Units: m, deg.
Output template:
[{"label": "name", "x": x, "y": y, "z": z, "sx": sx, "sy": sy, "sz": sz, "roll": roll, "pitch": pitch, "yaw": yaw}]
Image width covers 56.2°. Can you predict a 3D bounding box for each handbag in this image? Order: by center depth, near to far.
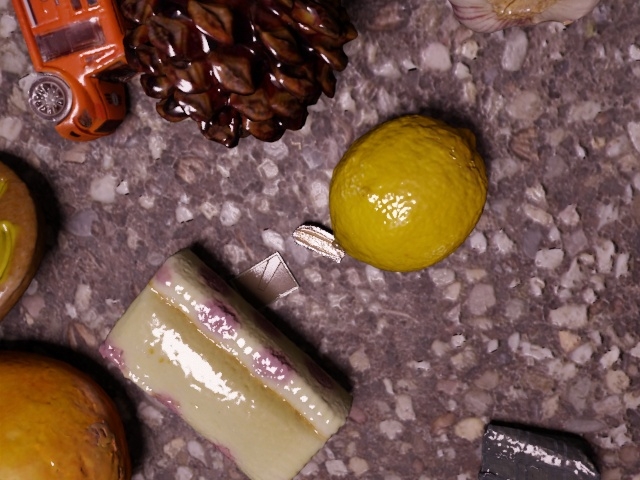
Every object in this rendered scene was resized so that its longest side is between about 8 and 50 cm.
[{"label": "handbag", "x": 0.332, "y": 0.406, "z": 0.914, "sx": 0.175, "sy": 0.088, "sz": 0.271, "roll": -2, "pitch": 102, "yaw": 13}]

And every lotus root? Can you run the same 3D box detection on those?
[{"label": "lotus root", "x": 0.000, "y": 0.000, "z": 0.873, "sx": 0.083, "sy": 0.030, "sz": 0.037, "roll": 25, "pitch": 96, "yaw": -3}]

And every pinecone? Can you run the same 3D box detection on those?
[{"label": "pinecone", "x": -0.106, "y": -0.251, "z": 0.696, "sx": 0.242, "sy": 0.296, "sz": 0.298, "roll": -18, "pitch": 67, "yaw": -29}]

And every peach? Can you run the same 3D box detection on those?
[{"label": "peach", "x": -0.464, "y": 0.325, "z": 0.844, "sx": 0.372, "sy": 0.290, "sz": 0.373, "roll": 1, "pitch": 99, "yaw": 7}]

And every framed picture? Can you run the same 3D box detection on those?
[{"label": "framed picture", "x": -0.084, "y": 0.065, "z": 0.905, "sx": 0.089, "sy": 0.007, "sz": 0.066, "roll": -31, "pitch": 97, "yaw": 9}]

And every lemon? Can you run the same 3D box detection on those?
[{"label": "lemon", "x": 0.109, "y": -0.058, "z": 0.771, "sx": 0.231, "sy": 0.192, "sz": 0.192, "roll": -40, "pitch": 96, "yaw": 8}]

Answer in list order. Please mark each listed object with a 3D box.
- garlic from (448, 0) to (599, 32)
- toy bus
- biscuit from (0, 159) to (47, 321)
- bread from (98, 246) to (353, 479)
[{"label": "garlic", "x": 0.246, "y": -0.394, "z": 0.692, "sx": 0.245, "sy": 0.245, "sz": 0.253, "roll": 8, "pitch": 80, "yaw": 3}, {"label": "toy bus", "x": -0.317, "y": -0.302, "z": 0.778, "sx": 0.153, "sy": 0.143, "sz": 0.329, "roll": -14, "pitch": 99, "yaw": 6}, {"label": "biscuit", "x": -0.574, "y": 0.033, "z": 0.820, "sx": 0.350, "sy": 0.070, "sz": 0.394, "roll": 40, "pitch": 81, "yaw": 25}, {"label": "bread", "x": -0.128, "y": 0.187, "z": 0.859, "sx": 0.338, "sy": 0.155, "sz": 0.187, "roll": 41, "pitch": 94, "yaw": -2}]
